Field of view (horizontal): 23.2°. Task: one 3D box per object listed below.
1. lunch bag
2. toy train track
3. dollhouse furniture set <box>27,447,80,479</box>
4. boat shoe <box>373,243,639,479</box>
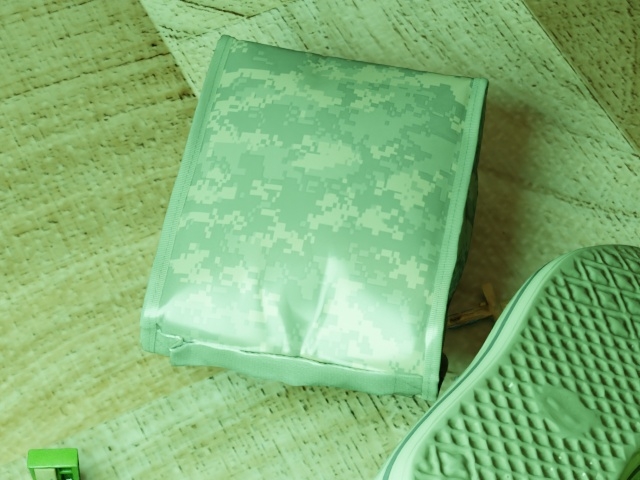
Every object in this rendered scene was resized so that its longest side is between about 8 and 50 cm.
[{"bbox_3d":[0.000,0.000,1.245,0.235,0.169,0.287,10,53,7],"label":"lunch bag"},{"bbox_3d":[0.129,0.064,1.303,0.083,0.014,0.048,-16,66,-6],"label":"toy train track"},{"bbox_3d":[-0.193,0.234,1.148,0.076,0.058,0.152,-1,57,-3],"label":"dollhouse furniture set"},{"bbox_3d":[0.169,0.143,1.129,0.187,0.156,0.500,43,39,11],"label":"boat shoe"}]
